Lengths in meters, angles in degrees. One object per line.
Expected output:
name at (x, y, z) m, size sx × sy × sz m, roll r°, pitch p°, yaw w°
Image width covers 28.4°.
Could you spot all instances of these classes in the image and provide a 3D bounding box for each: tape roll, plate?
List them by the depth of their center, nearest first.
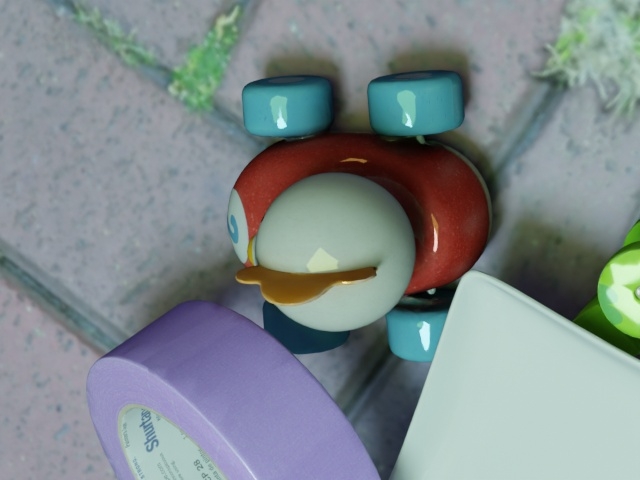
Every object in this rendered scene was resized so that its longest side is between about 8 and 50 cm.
plate at (0.189, 0.191, 0.922) m, size 0.278 × 0.045 × 0.277 m, roll 29°, pitch 119°, yaw 23°
tape roll at (-0.069, 0.186, 1.016) m, size 0.275 × 0.090 × 0.275 m, roll 35°, pitch 145°, yaw 29°

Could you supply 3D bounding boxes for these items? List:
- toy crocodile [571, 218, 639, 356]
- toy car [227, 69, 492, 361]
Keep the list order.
toy crocodile at (0.301, 0.000, 0.869) m, size 0.340 × 0.115 × 0.105 m, roll -37°, pitch 89°, yaw 29°
toy car at (0.000, 0.000, 0.926) m, size 0.210 × 0.238 × 0.219 m, roll 1°, pitch 104°, yaw 23°
